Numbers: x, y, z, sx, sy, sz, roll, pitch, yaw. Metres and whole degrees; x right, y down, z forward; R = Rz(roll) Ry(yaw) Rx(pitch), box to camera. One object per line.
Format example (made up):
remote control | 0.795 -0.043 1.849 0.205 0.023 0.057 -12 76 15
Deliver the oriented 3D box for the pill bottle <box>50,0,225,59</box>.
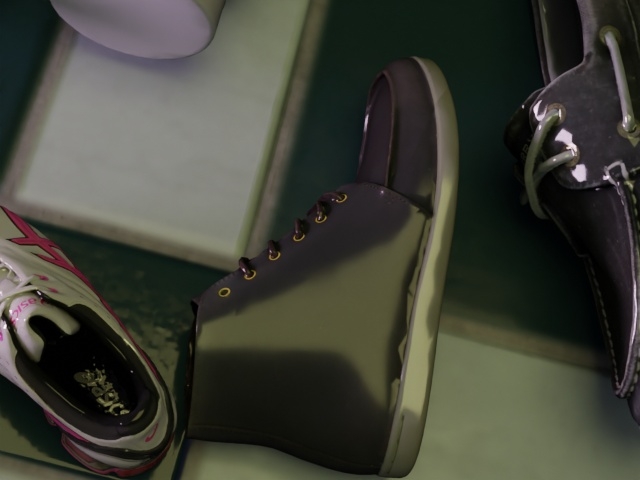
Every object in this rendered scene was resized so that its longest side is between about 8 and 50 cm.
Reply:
pill bottle | -0.076 -0.207 0.662 0.118 0.117 0.208 15 68 -5

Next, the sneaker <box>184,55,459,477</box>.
sneaker | 0.000 0.000 0.617 0.118 0.083 0.222 10 69 -7

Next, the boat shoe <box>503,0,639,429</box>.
boat shoe | 0.156 -0.048 0.662 0.119 0.121 0.335 5 58 -1

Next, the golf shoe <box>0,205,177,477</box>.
golf shoe | -0.137 0.030 0.578 0.186 0.086 0.067 41 69 7
